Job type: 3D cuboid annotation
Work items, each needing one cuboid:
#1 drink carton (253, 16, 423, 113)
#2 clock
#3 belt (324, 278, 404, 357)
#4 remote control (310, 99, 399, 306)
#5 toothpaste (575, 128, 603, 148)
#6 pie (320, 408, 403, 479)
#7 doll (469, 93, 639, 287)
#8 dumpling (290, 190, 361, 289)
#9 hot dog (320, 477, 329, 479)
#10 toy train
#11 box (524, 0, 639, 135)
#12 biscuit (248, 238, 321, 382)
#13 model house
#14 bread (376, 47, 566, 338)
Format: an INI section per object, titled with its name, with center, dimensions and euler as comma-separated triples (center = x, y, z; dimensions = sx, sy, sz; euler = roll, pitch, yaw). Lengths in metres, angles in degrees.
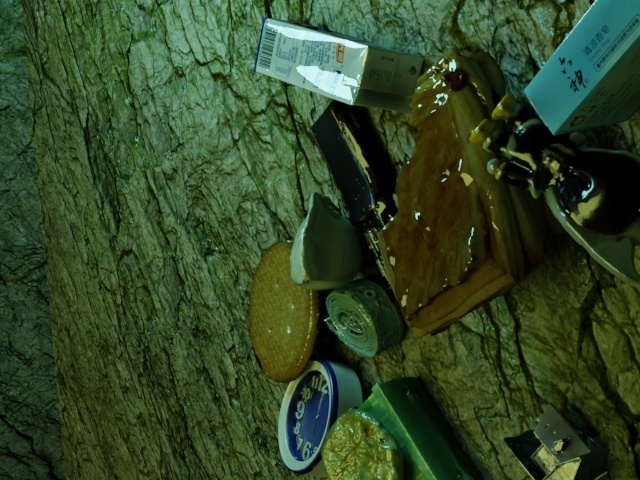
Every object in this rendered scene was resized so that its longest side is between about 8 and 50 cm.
[drink carton]
center = 0.024, -0.305, 1.777
dimensions = 0.315, 0.130, 0.107
euler = 28, 111, 50
[clock]
center = -0.001, 0.353, 2.053
dimensions = 0.230, 0.083, 0.230
euler = -46, 35, 47
[belt]
center = 0.083, 0.140, 1.918
dimensions = 0.163, 0.082, 0.148
euler = 43, 145, 35
[remote control]
center = 0.089, -0.070, 1.845
dimensions = 0.144, 0.062, 0.399
euler = -47, 63, 53
[toothpaste]
center = 0.384, -0.083, 1.415
dimensions = 0.034, 0.046, 0.164
euler = -44, 65, 50
[pie]
center = 0.075, 0.392, 1.821
dimensions = 0.187, 0.041, 0.187
euler = 1, 92, 45
[doll]
center = 0.338, -0.071, 1.339
dimensions = 0.316, 0.145, 0.103
euler = 39, 144, 16
[dumpling]
center = 0.000, 0.000, 1.874
dimensions = 0.131, 0.252, 0.179
euler = -1, 94, 22
[hot dog]
center = 0.110, 0.598, 2.026
dimensions = 0.158, 0.117, 0.349
euler = -41, 66, 51
[toy train]
center = 0.158, 0.401, 1.852
dimensions = 0.202, 0.120, 0.301
euler = -52, 58, 34
[box]
center = 0.377, -0.237, 1.275
dimensions = 0.083, 0.142, 0.232
euler = 62, 145, 20
[biscuit]
center = -0.073, 0.145, 2.138
dimensions = 0.305, 0.038, 0.305
euler = -13, 76, 60
[model house]
center = 0.374, 0.326, 1.548
dimensions = 0.167, 0.117, 0.088
euler = 54, 125, 31
[bread]
center = 0.218, -0.066, 1.548
dimensions = 0.314, 0.191, 0.370
euler = 136, 127, -59
